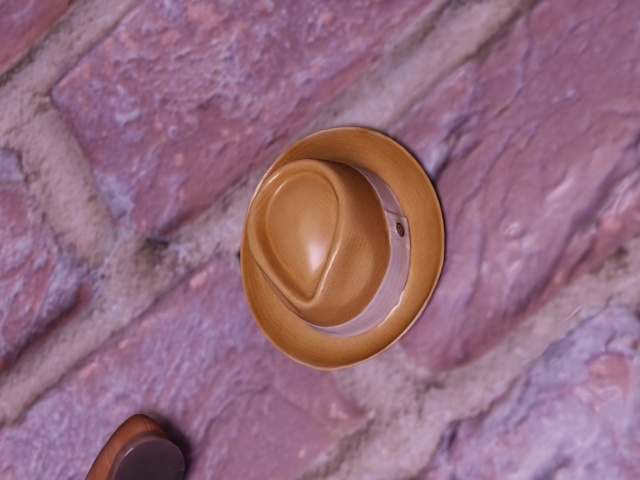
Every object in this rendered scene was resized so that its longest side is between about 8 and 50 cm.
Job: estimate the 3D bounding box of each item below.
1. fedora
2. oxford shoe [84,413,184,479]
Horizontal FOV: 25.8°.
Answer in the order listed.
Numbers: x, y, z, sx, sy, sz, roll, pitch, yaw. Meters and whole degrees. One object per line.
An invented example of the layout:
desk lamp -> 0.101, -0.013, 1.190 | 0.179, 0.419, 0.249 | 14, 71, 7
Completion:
fedora -> 0.000, 0.000, 1.068 | 0.194, 0.079, 0.194 | -7, 76, 28
oxford shoe -> -0.178, 0.238, 1.134 | 0.212, 0.076, 0.076 | -60, 29, 8
